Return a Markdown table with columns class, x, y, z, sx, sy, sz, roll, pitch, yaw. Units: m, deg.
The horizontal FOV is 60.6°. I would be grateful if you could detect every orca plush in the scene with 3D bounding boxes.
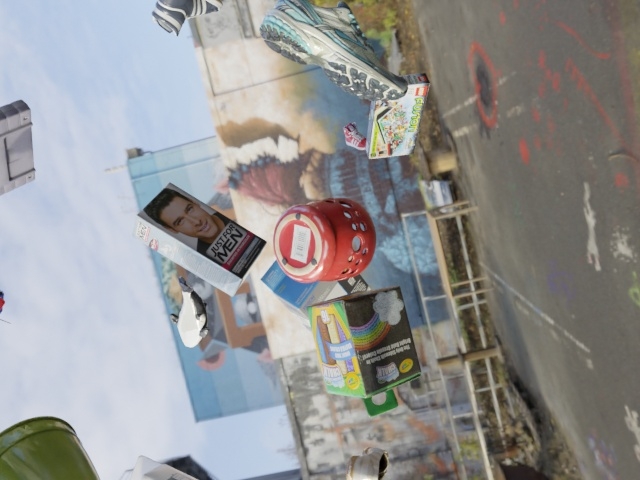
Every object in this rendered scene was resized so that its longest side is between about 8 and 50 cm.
| class | x | y | z | sx | sy | sz | roll | pitch | yaw |
| --- | --- | --- | --- | --- | --- | --- | --- | --- | --- |
| orca plush | -0.448 | 0.241 | 1.929 | 0.102 | 0.151 | 0.287 | -58 | -35 | -52 |

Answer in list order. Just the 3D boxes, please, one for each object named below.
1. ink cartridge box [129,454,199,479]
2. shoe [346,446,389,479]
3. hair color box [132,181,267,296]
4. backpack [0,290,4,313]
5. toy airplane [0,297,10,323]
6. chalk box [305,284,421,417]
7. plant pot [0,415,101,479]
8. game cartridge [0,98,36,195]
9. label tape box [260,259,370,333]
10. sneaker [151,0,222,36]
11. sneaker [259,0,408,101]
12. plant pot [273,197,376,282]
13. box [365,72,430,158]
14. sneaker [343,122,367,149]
| class | x | y | z | sx | sy | sz | roll | pitch | yaw |
| --- | --- | --- | --- | --- | --- | --- | --- | --- | --- |
| ink cartridge box | -0.357 | 0.695 | 1.339 | 0.119 | 0.353 | 0.207 | 41 | -112 | -75 |
| shoe | 0.105 | 0.452 | 1.079 | 0.219 | 0.058 | 0.077 | 41 | -132 | -66 |
| hair color box | -0.382 | -0.006 | 1.747 | 0.114 | 0.374 | 0.185 | -58 | 2 | 46 |
| backpack | -0.905 | 0.169 | 1.443 | 0.120 | 0.098 | 0.101 | -4 | -73 | -49 |
| toy airplane | -0.628 | 0.121 | 0.978 | 0.028 | 0.151 | 0.151 | 100 | 160 | -69 |
| chalk box | 0.110 | 0.273 | 1.331 | 0.179 | 0.180 | 0.289 | -17 | 84 | 58 |
| plant pot | -0.843 | 0.796 | 1.699 | 0.366 | 0.352 | 0.367 | -25 | -56 | -44 |
| game cartridge | -0.965 | -0.243 | 1.620 | 0.068 | 0.230 | 0.355 | 43 | 143 | 4 |
| label tape box | -0.006 | 0.146 | 1.788 | 0.105 | 0.241 | 0.334 | 20 | 156 | 47 |
| sneaker | -0.408 | -0.700 | 1.667 | 0.153 | 0.099 | 0.282 | -60 | -9 | 18 |
| sneaker | 0.043 | -0.349 | 0.962 | 0.122 | 0.283 | 0.110 | -63 | 12 | -4 |
| plant pot | 0.000 | 0.000 | 1.217 | 0.174 | 0.191 | 0.191 | -6 | -99 | -50 |
| box | 0.165 | -0.270 | 1.209 | 0.207 | 0.114 | 0.036 | 91 | 169 | -55 |
| sneaker | 0.109 | -0.308 | 1.609 | 0.118 | 0.042 | 0.067 | 26 | 143 | 48 |
